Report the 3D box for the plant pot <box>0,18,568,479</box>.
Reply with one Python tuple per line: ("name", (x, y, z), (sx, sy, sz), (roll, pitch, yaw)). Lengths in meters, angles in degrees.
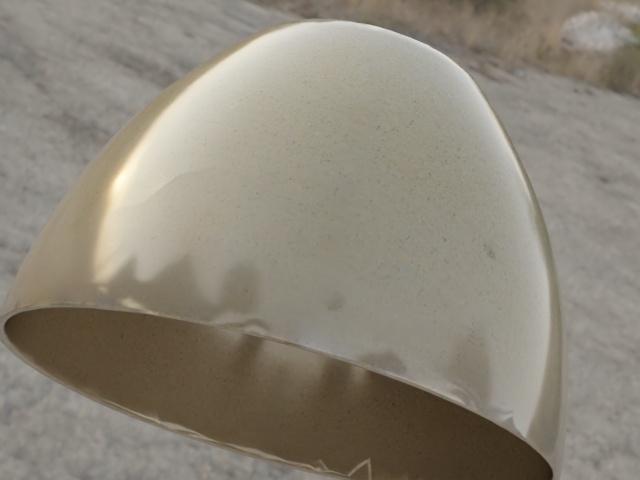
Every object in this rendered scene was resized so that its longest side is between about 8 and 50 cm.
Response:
("plant pot", (0.000, 0.000, 0.718), (0.284, 0.191, 0.284), (13, -19, 5))
